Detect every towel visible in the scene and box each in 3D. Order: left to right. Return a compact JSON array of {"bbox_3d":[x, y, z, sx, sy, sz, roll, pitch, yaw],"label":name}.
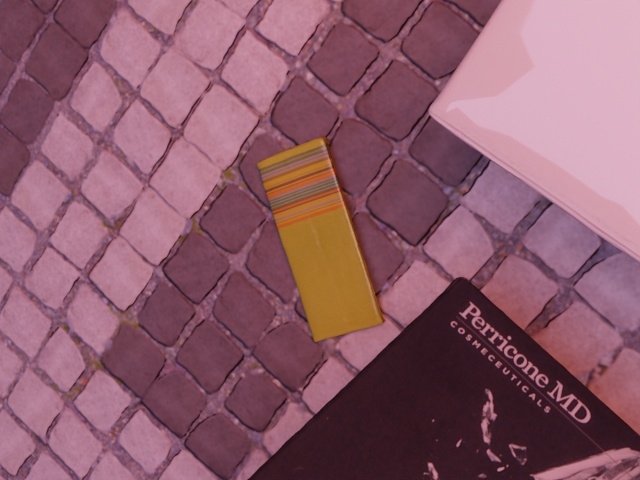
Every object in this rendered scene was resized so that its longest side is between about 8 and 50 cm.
[{"bbox_3d":[0.000,0.000,1.176,0.102,0.021,0.237,-18,91,29],"label":"towel"}]

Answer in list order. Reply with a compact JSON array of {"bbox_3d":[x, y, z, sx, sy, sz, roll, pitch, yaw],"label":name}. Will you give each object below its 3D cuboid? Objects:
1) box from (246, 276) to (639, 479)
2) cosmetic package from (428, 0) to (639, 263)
[{"bbox_3d":[0.121,0.383,0.895,0.480,0.472,0.297,43,145,12],"label":"box"},{"bbox_3d":[0.364,-0.183,0.832,0.327,0.329,0.393,37,108,13],"label":"cosmetic package"}]
